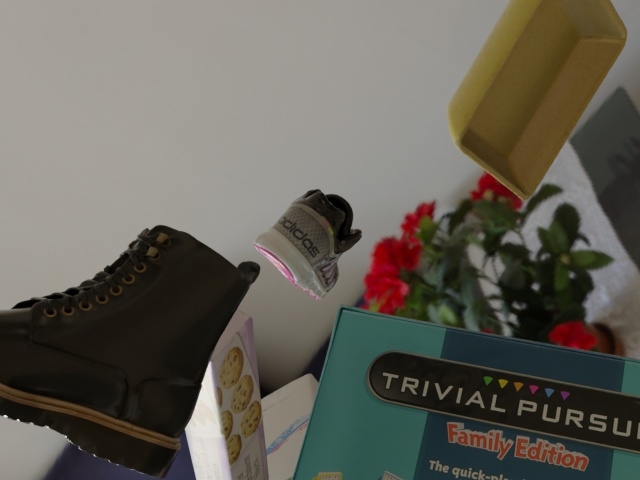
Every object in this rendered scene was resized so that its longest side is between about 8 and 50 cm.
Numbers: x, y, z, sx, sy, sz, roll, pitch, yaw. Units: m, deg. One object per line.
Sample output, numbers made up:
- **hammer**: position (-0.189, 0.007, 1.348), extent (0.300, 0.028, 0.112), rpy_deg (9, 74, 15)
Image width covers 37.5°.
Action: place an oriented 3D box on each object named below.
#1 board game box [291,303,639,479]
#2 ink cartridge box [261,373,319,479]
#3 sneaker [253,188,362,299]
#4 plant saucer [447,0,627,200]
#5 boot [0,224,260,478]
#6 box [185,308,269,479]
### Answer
- **board game box**: position (0.094, 0.221, 0.538), extent (0.079, 0.254, 0.336), rpy_deg (74, -151, -58)
- **ink cartridge box**: position (0.003, 0.338, 1.248), extent (0.117, 0.201, 0.278), rpy_deg (-32, 22, 8)
- **sneaker**: position (0.000, 0.000, 0.764), extent (0.075, 0.063, 0.170), rpy_deg (-44, -11, 1)
- **plant saucer**: position (0.332, -0.258, 1.490), extent (0.081, 0.333, 0.332), rpy_deg (34, 95, 33)
- **boot**: position (-0.135, 0.031, 0.509), extent (0.077, 0.198, 0.137), rpy_deg (16, 75, 48)
- **box**: position (-0.103, 0.181, 0.990), extent (0.067, 0.063, 0.324), rpy_deg (-45, -28, -33)
